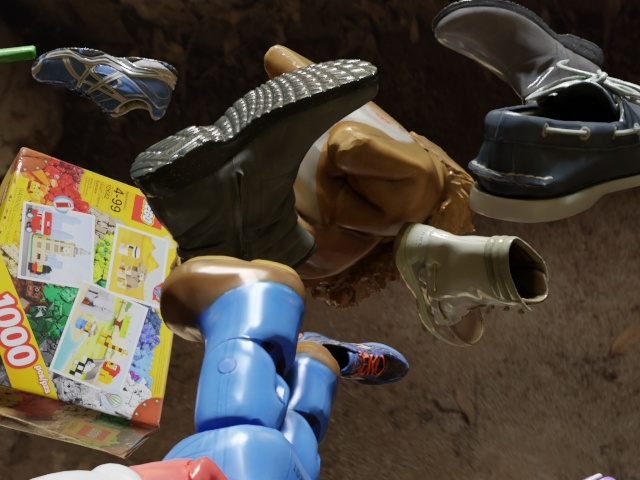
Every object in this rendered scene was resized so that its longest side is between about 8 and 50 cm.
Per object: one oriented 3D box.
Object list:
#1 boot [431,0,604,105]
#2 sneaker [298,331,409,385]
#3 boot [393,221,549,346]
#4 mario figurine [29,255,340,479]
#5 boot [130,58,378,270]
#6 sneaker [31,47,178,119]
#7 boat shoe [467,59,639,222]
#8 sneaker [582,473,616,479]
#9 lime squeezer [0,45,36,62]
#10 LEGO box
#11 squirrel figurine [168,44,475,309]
[{"bbox_3d":[0.345,-0.263,1.680,0.338,0.118,0.223,14,60,-15],"label":"boot"},{"bbox_3d":[0.058,0.222,1.814,0.221,0.087,0.083,10,91,-15],"label":"sneaker"},{"bbox_3d":[0.196,0.064,1.201,0.165,0.213,0.077,5,52,38],"label":"boot"},{"bbox_3d":[-0.072,0.150,0.473,0.170,0.198,0.320,-46,22,29],"label":"mario figurine"},{"bbox_3d":[-0.039,-0.053,0.928,0.246,0.161,0.083,-28,28,-3],"label":"boot"},{"bbox_3d":[-0.317,-0.227,1.459,0.211,0.080,0.081,7,83,2],"label":"sneaker"},{"bbox_3d":[0.186,-0.081,0.722,0.095,0.254,0.079,19,117,38],"label":"boat shoe"},{"bbox_3d":[0.288,0.333,1.245,0.161,0.282,0.102,-41,53,11],"label":"sneaker"},{"bbox_3d":[-0.471,-0.194,1.073,0.310,0.059,0.110,-4,35,-8],"label":"lime squeezer"},{"bbox_3d":[-0.481,0.121,1.949,0.193,0.372,0.500,-43,35,46],"label":"LEGO box"},{"bbox_3d":[0.000,0.000,1.347,0.370,0.397,0.281,-55,44,15],"label":"squirrel figurine"}]
